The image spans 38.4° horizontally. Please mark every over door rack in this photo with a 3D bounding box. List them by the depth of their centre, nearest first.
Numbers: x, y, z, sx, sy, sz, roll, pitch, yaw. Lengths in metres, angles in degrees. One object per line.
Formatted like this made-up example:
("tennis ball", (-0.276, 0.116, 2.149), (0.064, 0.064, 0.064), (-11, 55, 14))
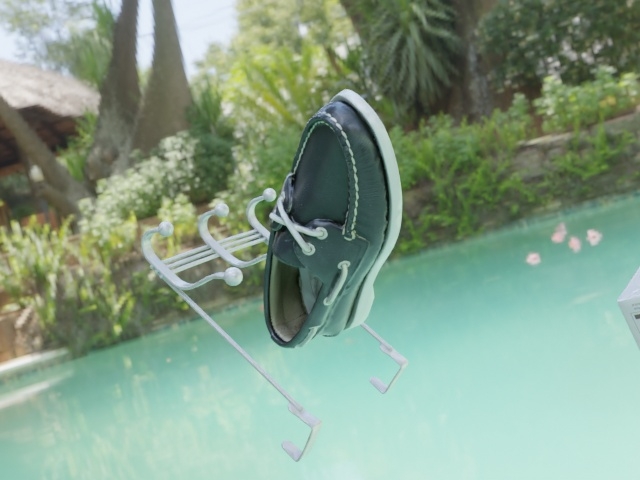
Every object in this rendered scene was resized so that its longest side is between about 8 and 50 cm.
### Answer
("over door rack", (-0.038, 0.077, 1.146), (0.108, 0.324, 0.239), (-47, -14, 33))

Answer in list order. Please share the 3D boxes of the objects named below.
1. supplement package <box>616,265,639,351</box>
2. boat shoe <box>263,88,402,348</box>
("supplement package", (0.393, 0.029, 0.725), (0.204, 0.145, 0.262), (-18, 15, 42))
("boat shoe", (0.000, 0.000, 0.823), (0.091, 0.114, 0.302), (-24, -37, -22))
